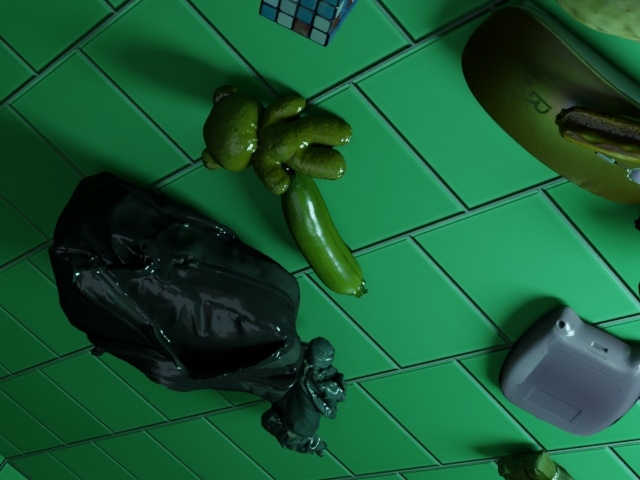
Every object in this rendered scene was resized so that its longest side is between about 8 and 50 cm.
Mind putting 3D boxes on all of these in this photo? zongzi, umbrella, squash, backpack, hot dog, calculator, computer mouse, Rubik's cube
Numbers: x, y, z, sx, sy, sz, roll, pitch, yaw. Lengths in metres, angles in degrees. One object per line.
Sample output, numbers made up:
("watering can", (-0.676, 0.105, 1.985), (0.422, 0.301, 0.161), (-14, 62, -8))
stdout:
("zongzi", (0.369, 0.402, 1.924), (0.119, 0.055, 0.109), (36, 149, -27))
("umbrella", (-0.021, 0.270, 2.010), (0.143, 0.094, 0.349), (31, 143, 11))
("squash", (0.000, 0.000, 1.687), (0.069, 0.069, 0.258), (2, 135, 35))
("backpack", (-0.224, 0.100, 1.827), (0.445, 0.255, 0.363), (20, 150, 10))
("hot dog", (0.312, -0.115, 1.221), (0.122, 0.049, 0.037), (19, 174, 12))
("calculator", (0.372, 0.210, 1.691), (0.194, 0.043, 0.294), (26, 146, 5))
("computer mouse", (0.299, -0.144, 1.289), (0.310, 0.072, 0.158), (36, 147, -9))
("Rubik's cube", (-0.006, -0.299, 1.303), (0.092, 0.092, 0.092), (27, 145, 5))

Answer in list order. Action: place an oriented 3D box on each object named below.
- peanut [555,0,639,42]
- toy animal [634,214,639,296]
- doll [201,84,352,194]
("peanut", (0.243, -0.291, 1.094), (0.305, 0.147, 0.147), (30, 145, 3))
("toy animal", (0.464, 0.023, 1.367), (0.179, 0.116, 0.218), (52, 131, 27))
("doll", (-0.058, -0.137, 1.551), (0.209, 0.097, 0.137), (14, 104, 11))
